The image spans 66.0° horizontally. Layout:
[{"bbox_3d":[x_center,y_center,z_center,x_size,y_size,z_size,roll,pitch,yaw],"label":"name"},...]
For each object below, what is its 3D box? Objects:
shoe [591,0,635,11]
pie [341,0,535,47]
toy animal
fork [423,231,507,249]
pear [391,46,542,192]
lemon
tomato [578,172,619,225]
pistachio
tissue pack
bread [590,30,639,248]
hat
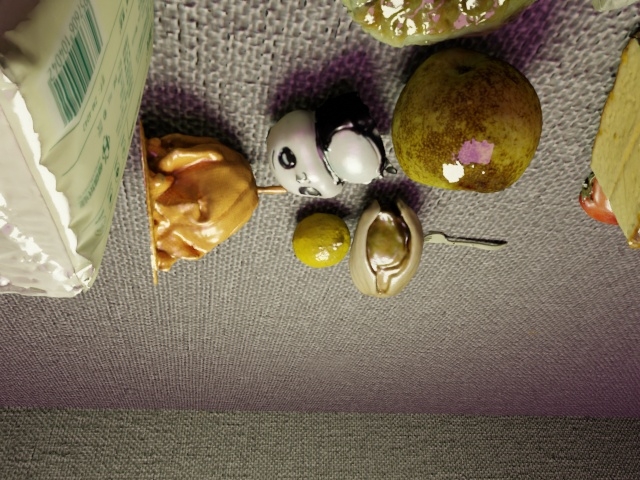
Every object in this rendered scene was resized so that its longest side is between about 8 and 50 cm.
[{"bbox_3d":[0.388,-0.373,0.421,0.211,0.132,0.342,-7,151,3],"label":"shoe"},{"bbox_3d":[0.147,-0.329,0.517,0.307,0.071,0.306,0,148,0],"label":"pie"},{"bbox_3d":[0.012,-0.130,0.747,0.179,0.138,0.166,-17,128,13],"label":"toy animal"},{"bbox_3d":[0.311,0.002,1.076,0.220,0.028,0.034,2,139,-13],"label":"fork"},{"bbox_3d":[0.197,-0.164,0.671,0.197,0.197,0.197,-2,147,-1],"label":"pear"},{"bbox_3d":[0.000,0.000,0.970,0.133,0.109,0.109,-5,154,45],"label":"lemon"},{"bbox_3d":[0.562,-0.080,0.901,0.139,0.091,0.159,-2,144,-3],"label":"tomato"},{"bbox_3d":[0.126,0.017,0.963,0.138,0.153,0.237,-3,140,-4],"label":"pistachio"},{"bbox_3d":[-0.281,-0.176,0.444,0.207,0.380,0.297,5,145,-11],"label":"tissue pack"},{"bbox_3d":[0.565,-0.154,0.682,0.279,0.207,0.279,-13,143,10],"label":"bread"},{"bbox_3d":[-0.161,-0.067,0.796,0.233,0.244,0.233,-6,157,-19],"label":"hat"}]
